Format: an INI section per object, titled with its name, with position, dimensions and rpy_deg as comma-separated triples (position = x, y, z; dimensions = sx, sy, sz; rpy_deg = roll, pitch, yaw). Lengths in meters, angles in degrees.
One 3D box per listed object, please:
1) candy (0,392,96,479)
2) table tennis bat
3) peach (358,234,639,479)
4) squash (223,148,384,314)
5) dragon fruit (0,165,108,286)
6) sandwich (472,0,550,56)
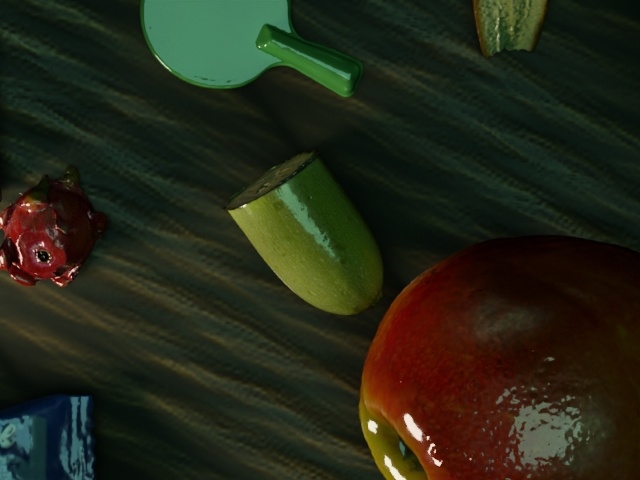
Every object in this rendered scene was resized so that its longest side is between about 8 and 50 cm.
[candy]
position = -0.409, 0.260, 1.549
dimensions = 0.331, 0.077, 0.187
rpy_deg = -3, 88, -3
[table tennis bat]
position = -0.073, -0.226, 1.540
dimensions = 0.257, 0.039, 0.160
rpy_deg = 26, 93, 1
[peach]
position = 0.231, 0.158, 1.457
dimensions = 0.373, 0.372, 0.290
rpy_deg = -10, 127, -1
[squash]
position = 0.000, 0.000, 1.522
dimensions = 0.123, 0.123, 0.186
rpy_deg = -38, 100, 1
[dragon fruit]
position = -0.292, -0.006, 1.533
dimensions = 0.126, 0.068, 0.112
rpy_deg = -37, 96, 3
[sandwich]
position = 0.199, -0.320, 1.514
dimensions = 0.090, 0.088, 0.244
rpy_deg = -4, 95, 2
